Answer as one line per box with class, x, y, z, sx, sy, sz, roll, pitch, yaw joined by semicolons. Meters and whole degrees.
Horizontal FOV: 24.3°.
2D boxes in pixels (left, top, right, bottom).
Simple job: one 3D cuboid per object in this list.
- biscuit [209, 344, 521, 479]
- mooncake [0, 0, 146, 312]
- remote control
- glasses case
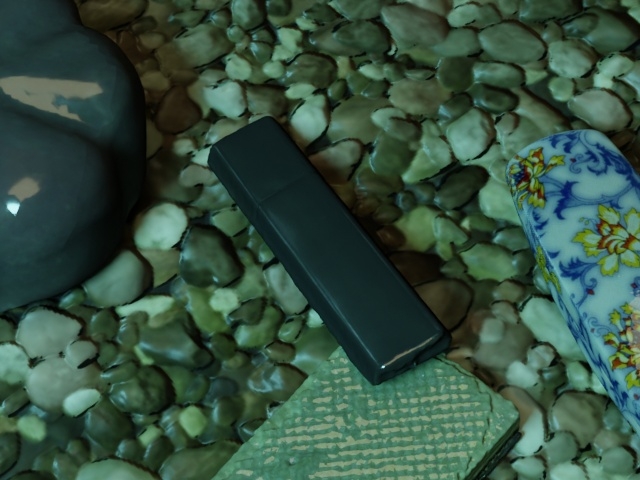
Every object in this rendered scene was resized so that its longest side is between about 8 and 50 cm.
biscuit;0.016;0.141;0.884;0.121;0.041;0.199;35;65;24
mooncake;-0.237;-0.065;0.983;0.244;0.133;0.245;2;58;-4
remote control;0.000;0.000;0.960;0.063;0.025;0.245;-30;49;-10
glasses case;0.195;0.034;0.925;0.086;0.065;0.248;-18;59;-9
